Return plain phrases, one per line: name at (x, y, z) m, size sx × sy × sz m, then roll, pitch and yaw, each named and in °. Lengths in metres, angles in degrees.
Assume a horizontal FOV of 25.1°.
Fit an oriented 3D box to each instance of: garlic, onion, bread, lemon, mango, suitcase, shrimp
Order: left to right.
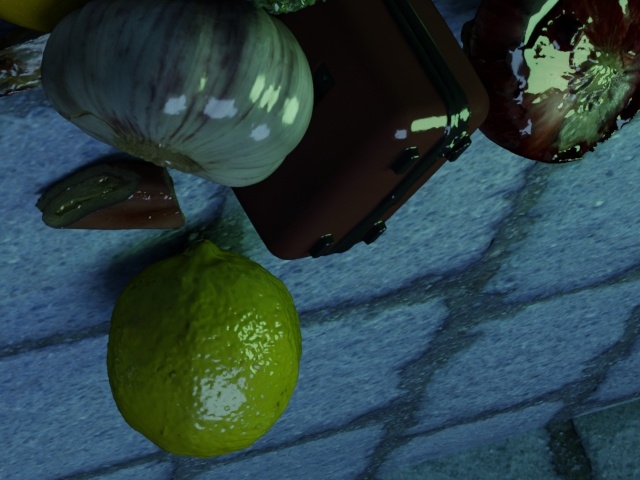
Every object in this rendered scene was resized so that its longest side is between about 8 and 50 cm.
mango at (-0.265, -0.243, 1.275) m, size 0.098 × 0.075 × 0.190 m, roll -39°, pitch 152°, yaw 4°
shrimp at (-0.239, -0.190, 1.434) m, size 0.294 × 0.062 × 0.154 m, roll -17°, pitch 162°, yaw -13°
bread at (-0.228, -0.055, 1.721) m, size 0.192 × 0.067 × 0.119 m, roll 1°, pitch 156°, yaw -38°
garlic at (-0.115, -0.185, 1.315) m, size 0.245 × 0.253 × 0.245 m, roll 13°, pitch 163°, yaw 4°
lemon at (-0.157, 0.158, 1.969) m, size 0.268 × 0.268 × 0.322 m, roll -11°, pitch 116°, yaw -21°
suitcase at (0.019, -0.137, 1.545) m, size 0.161 × 0.236 × 0.297 m, roll -16°, pitch 159°, yaw -40°
onion at (0.249, -0.231, 1.609) m, size 0.272 × 0.195 × 0.272 m, roll -18°, pitch 123°, yaw -31°

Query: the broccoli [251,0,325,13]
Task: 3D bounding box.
broccoli at (0.001, -0.313, 1.194) m, size 0.176 × 0.198 × 0.226 m, roll -15°, pitch 139°, yaw 0°
